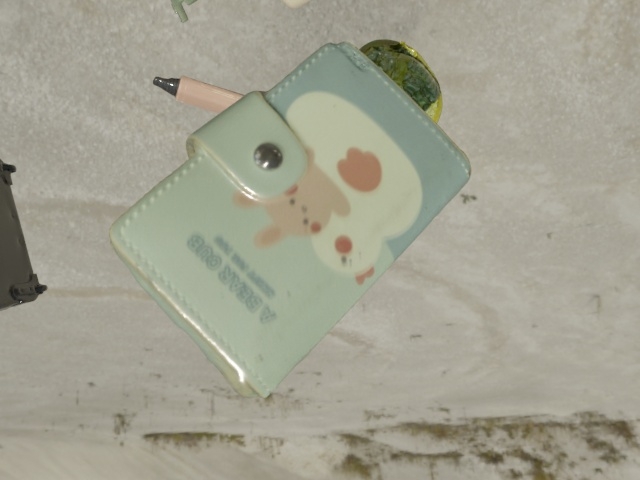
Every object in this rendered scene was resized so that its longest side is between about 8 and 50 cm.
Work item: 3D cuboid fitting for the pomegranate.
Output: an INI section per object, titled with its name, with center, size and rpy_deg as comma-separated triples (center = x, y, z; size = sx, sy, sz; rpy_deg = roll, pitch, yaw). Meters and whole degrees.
[pomegranate]
center = 0.128, -0.305, 1.268
size = 0.340, 0.260, 0.260
rpy_deg = -42, 164, -10

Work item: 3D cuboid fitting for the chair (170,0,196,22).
[chair]
center = -0.297, -0.657, 1.299
size = 0.203, 0.191, 0.275
rpy_deg = -33, 158, -1

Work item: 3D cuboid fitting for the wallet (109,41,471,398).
[wallet]
center = -0.030, -0.041, 0.595
size = 0.360, 0.252, 0.083
rpy_deg = -44, 180, -16

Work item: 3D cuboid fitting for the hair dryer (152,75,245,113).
[hair dryer]
center = -0.170, -0.262, 1.112
size = 0.343, 0.107, 0.189
rpy_deg = 13, 133, -24

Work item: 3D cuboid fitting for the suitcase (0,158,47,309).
[suitcase]
center = -0.729, -0.009, 1.079
size = 0.188, 0.346, 0.339
rpy_deg = -14, 179, -2

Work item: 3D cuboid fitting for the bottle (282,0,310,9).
[bottle]
center = -0.007, -0.691, 1.343
size = 0.236, 0.148, 0.147
rpy_deg = -21, 156, 25
